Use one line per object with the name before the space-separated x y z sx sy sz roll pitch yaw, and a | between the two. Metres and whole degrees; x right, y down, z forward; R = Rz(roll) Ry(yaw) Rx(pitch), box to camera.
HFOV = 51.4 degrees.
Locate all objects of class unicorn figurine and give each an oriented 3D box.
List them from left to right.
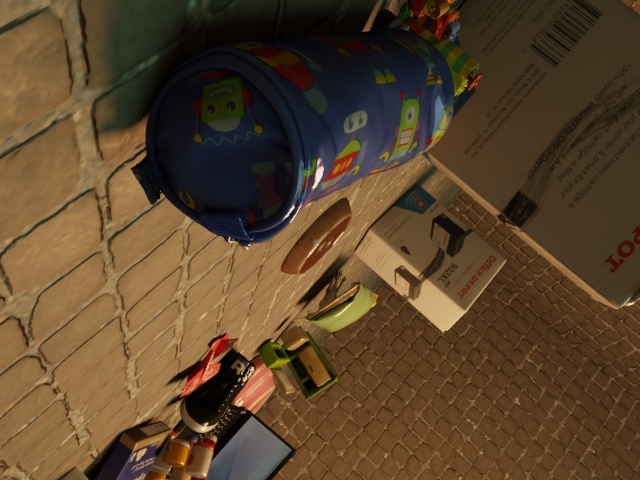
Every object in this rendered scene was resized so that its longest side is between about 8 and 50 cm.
unicorn figurine | 0.016 0.153 1.716 0.162 0.060 0.111 -37 161 -40

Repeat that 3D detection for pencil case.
pencil case | 0.004 -0.090 0.511 0.306 0.119 0.133 -33 133 -55

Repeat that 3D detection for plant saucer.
plant saucer | -0.229 0.438 1.697 0.332 0.084 0.332 -46 169 -11
plant saucer | 0.000 0.000 1.139 0.168 0.029 0.168 -47 170 -11

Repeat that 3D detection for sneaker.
sneaker | -0.189 0.274 1.274 0.121 0.079 0.217 -53 178 11

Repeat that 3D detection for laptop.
laptop | -0.231 0.499 1.498 0.234 0.136 0.264 -49 145 5

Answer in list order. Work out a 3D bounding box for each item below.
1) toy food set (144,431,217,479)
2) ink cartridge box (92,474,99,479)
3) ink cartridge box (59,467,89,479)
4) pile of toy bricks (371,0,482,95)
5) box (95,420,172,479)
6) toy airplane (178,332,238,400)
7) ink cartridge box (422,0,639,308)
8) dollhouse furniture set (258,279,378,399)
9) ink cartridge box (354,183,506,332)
toy food set | -0.258 0.396 1.256 0.232 0.111 0.104 122 -15 -54
ink cartridge box | -0.372 0.421 1.159 0.048 0.028 0.083 -54 168 24
ink cartridge box | -0.340 0.416 0.936 0.092 0.143 0.090 -36 165 -50
pile of toy bricks | 0.117 -0.187 0.678 0.118 0.105 0.212 -42 169 -32
box | -0.340 0.411 1.102 0.225 0.036 0.136 -58 166 1
toy airplane | -0.193 0.212 1.121 0.151 0.028 0.151 -47 172 -9
ink cartridge box | 0.320 -0.145 0.874 0.285 0.395 0.166 -49 170 8
dollhouse furniture set | 0.030 0.249 1.628 0.301 0.151 0.197 -35 164 7
ink cartridge box | 0.280 0.041 1.694 0.223 0.307 0.129 -42 169 -34
